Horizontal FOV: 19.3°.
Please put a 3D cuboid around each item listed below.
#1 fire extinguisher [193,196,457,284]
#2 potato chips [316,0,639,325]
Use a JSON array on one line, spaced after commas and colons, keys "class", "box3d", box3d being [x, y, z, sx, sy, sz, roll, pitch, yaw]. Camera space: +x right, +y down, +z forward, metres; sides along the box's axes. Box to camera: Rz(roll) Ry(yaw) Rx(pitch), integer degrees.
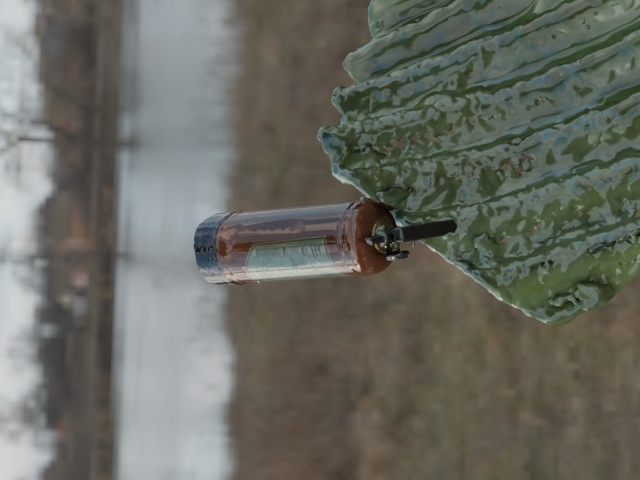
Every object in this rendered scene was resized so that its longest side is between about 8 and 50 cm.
[{"class": "fire extinguisher", "box3d": [0.000, 0.000, 1.174, 0.177, 0.062, 0.050, -4, 94, 41]}, {"class": "potato chips", "box3d": [0.183, -0.148, 1.414, 0.373, 0.389, 0.097, 46, 180, 36]}]
